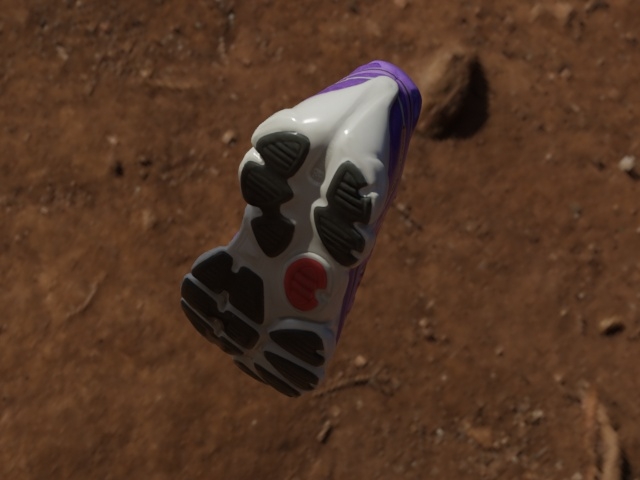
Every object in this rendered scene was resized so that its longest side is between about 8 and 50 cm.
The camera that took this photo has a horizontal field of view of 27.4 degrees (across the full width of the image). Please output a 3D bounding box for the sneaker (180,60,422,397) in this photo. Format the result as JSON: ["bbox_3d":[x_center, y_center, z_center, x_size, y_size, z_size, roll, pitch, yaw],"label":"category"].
[{"bbox_3d":[0.000,0.000,0.503,0.068,0.170,0.071,38,50,6],"label":"sneaker"}]
